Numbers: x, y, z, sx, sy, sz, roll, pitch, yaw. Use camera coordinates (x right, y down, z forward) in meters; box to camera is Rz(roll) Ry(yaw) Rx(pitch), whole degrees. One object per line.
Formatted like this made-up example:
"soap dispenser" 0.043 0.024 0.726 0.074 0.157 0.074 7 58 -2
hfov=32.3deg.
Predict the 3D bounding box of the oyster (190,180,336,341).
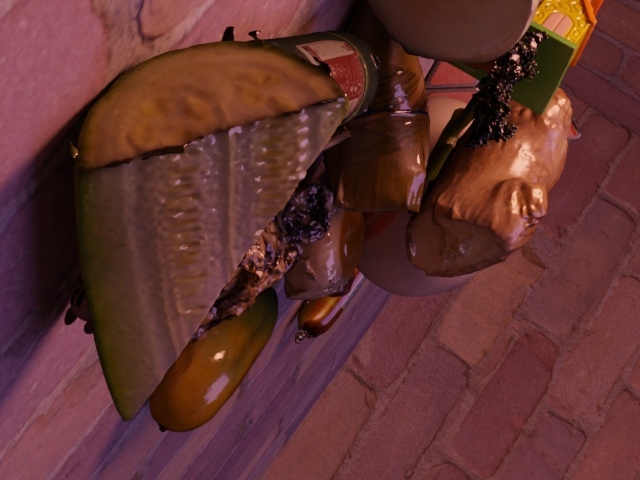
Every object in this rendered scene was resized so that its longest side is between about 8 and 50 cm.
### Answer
"oyster" -0.086 0.032 1.248 0.223 0.083 0.214 -54 170 25

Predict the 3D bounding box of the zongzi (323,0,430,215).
"zongzi" 0.061 -0.188 1.277 0.260 0.123 0.289 -97 -173 -77

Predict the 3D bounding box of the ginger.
"ginger" 0.211 -0.064 1.306 0.275 0.130 0.221 -53 -170 -3

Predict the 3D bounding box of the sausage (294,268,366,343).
"sausage" 0.065 0.042 2.033 0.371 0.082 0.082 -54 170 -12

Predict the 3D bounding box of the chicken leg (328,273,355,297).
"chicken leg" 0.012 0.027 1.753 0.125 0.081 0.196 -66 164 -8

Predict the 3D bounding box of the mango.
"mango" -0.128 0.147 1.372 0.137 0.091 0.237 -56 173 35

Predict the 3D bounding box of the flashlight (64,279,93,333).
"flashlight" -0.175 0.024 0.909 0.031 0.052 0.110 41 72 -41

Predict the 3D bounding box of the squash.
"squash" -0.091 -0.009 0.837 0.203 0.111 0.288 -18 141 -14

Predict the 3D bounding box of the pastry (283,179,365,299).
"pastry" 0.000 0.000 1.410 0.166 0.088 0.165 5 90 -69

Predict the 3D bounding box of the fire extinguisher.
"fire extinguisher" -0.030 -0.127 0.942 0.294 0.093 0.118 -34 120 -67

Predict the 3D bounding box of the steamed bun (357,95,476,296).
"steamed bun" 0.122 -0.067 1.520 0.283 0.177 0.282 -30 -128 48

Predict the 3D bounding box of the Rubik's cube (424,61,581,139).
"Rubik's cube" 0.274 -0.273 1.839 0.228 0.233 0.228 10 74 -41

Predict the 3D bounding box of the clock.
"clock" 0.235 -0.307 1.313 0.255 0.220 0.106 -51 167 -36

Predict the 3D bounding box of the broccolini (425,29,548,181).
"broccolini" 0.159 -0.111 1.176 0.123 0.062 0.271 -54 179 -29

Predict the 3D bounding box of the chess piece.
"chess piece" 0.181 -0.342 1.134 0.330 0.182 0.182 -57 173 -40
